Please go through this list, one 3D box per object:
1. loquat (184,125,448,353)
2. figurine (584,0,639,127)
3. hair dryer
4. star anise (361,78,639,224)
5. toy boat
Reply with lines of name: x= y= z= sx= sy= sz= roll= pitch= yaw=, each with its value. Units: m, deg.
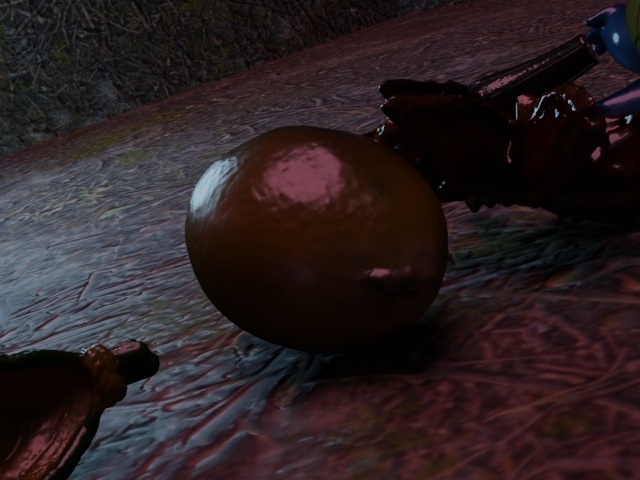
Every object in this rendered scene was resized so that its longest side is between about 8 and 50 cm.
loquat: x=0.000 y=0.000 z=0.599 sx=0.152 sy=0.152 sz=0.195 roll=-24 pitch=36 yaw=-28
figurine: x=0.383 y=-0.227 z=0.950 sx=0.243 sy=0.298 sz=0.416 roll=36 pitch=28 yaw=10
hair dryer: x=0.178 y=-0.101 z=0.914 sx=0.195 sy=0.075 sz=0.219 roll=-31 pitch=22 yaw=27
star anise: x=0.136 y=-0.060 z=0.669 sx=0.288 sy=0.088 sz=0.288 roll=3 pitch=-4 yaw=0
toy boat: x=-0.173 y=0.107 z=0.484 sx=0.088 sy=0.089 sz=0.229 roll=-24 pitch=7 yaw=28
